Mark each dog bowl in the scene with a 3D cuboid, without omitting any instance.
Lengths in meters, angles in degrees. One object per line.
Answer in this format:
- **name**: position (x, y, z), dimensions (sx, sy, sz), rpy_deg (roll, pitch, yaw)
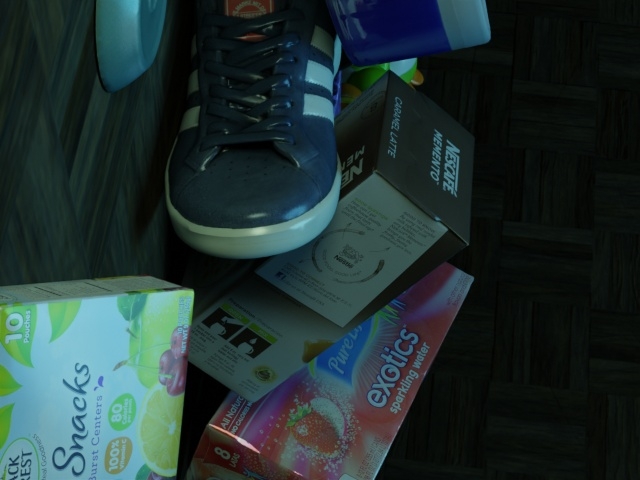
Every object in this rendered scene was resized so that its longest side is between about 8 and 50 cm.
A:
- **dog bowl**: position (0.049, -0.264, 1.087), dimensions (0.265, 0.104, 0.265), rpy_deg (-12, 90, -81)

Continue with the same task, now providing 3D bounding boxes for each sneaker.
- **sneaker**: position (-0.049, -0.130, 1.076), dimensions (0.350, 0.131, 0.148), rpy_deg (-89, 175, -54)

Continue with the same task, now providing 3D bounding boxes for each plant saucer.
- **plant saucer**: position (-0.103, -0.142, 0.835), dimensions (0.119, 0.021, 0.119), rpy_deg (7, 90, -87)

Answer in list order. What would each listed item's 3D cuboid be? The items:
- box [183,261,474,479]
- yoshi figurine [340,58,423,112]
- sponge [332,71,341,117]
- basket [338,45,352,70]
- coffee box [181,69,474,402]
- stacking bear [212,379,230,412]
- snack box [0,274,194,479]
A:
- **box**: position (0.007, 0.134, 1.372), dimensions (0.300, 0.154, 0.142), rpy_deg (-57, 174, -41)
- **yoshi figurine**: position (0.022, -0.220, 1.896), dimensions (0.362, 0.204, 0.203), rpy_deg (-77, 150, -52)
- **sponge**: position (0.000, -0.070, 1.475), dimensions (0.210, 0.031, 0.117), rpy_deg (90, 6, -54)
- **basket**: position (0.009, -0.285, 1.423), dimensions (0.154, 0.204, 0.227), rpy_deg (-22, -142, 42)
- **coffee box**: position (0.000, 0.000, 1.165), dimensions (0.246, 0.098, 0.141), rpy_deg (-38, -154, 32)
- **stacking bear**: position (-0.041, 0.166, 1.525), dimensions (0.289, 0.175, 0.164), rpy_deg (-66, 152, -52)
- **snack box**: position (-0.107, 0.088, 0.619), dimensions (0.100, 0.037, 0.141), rpy_deg (-4, 104, -44)
